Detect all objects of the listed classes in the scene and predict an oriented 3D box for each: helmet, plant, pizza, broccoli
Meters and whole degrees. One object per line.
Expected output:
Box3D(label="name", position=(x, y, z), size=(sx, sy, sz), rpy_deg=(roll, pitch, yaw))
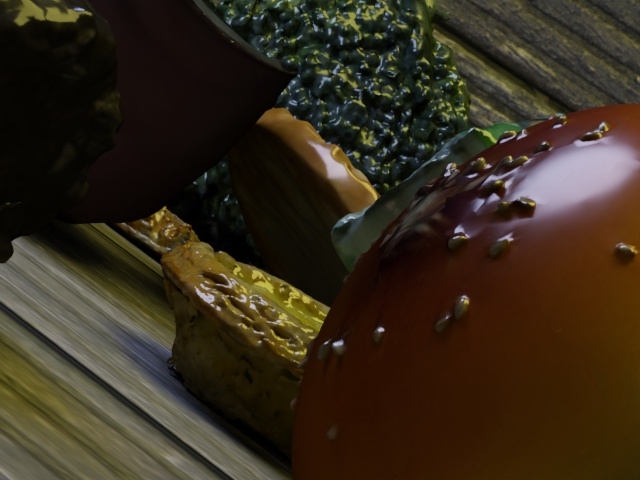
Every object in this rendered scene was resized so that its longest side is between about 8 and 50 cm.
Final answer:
Box3D(label="helmet", position=(-0.183, -0.129, 1.206), size=(0.271, 0.197, 0.338), rpy_deg=(43, -7, -35))
Box3D(label="plant", position=(-0.213, -0.104, 0.766), size=(0.274, 0.146, 0.149), rpy_deg=(34, -42, 24))
Box3D(label="pizza", position=(-0.162, -0.031, 1.500), size=(0.131, 0.041, 0.178), rpy_deg=(33, 2, -14))
Box3D(label="broccoli", position=(-0.025, -0.124, 1.760), size=(0.293, 0.348, 0.281), rpy_deg=(41, -9, 0))

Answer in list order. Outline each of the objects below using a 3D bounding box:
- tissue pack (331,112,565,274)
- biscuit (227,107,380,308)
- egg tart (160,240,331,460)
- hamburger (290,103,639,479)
Box3D(label="tissue pack", position=(0.159, 0.083, 0.993), size=(0.311, 0.128, 0.228), rpy_deg=(56, 19, 6))
Box3D(label="biscuit", position=(0.000, 0.000, 1.324), size=(0.204, 0.040, 0.309), rpy_deg=(48, -17, 27))
Box3D(label="egg tart", position=(-0.018, 0.069, 0.981), size=(0.191, 0.074, 0.191), rpy_deg=(34, 3, -2))
Box3D(label="hamburger", position=(0.085, 0.055, 0.656), size=(0.170, 0.246, 0.246), rpy_deg=(46, -1, -15))
